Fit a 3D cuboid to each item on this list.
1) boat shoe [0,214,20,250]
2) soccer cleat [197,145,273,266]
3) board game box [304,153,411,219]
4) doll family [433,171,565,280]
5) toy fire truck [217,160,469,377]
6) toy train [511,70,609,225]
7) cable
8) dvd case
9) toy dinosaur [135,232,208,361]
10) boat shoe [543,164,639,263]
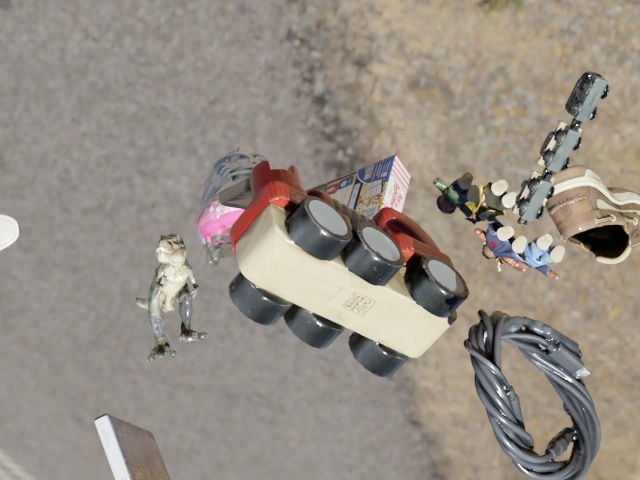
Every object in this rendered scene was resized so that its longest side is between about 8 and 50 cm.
[{"bbox_3d":[-0.378,0.004,1.583,0.125,0.046,0.038,-18,161,13],"label":"boat shoe"},{"bbox_3d":[-0.096,-0.054,1.748,0.116,0.143,0.331,0,172,-11],"label":"soccer cleat"},{"bbox_3d":[0.024,-0.032,2.047,0.194,0.146,0.045,-20,123,30],"label":"board game box"},{"bbox_3d":[0.222,-0.015,1.810,0.193,0.076,0.111,54,159,3],"label":"doll family"},{"bbox_3d":[0.000,0.000,1.419,0.217,0.246,0.158,25,120,-29],"label":"toy fire truck"},{"bbox_3d":[0.216,-0.084,1.328,0.027,0.036,0.158,16,115,-21],"label":"toy train"},{"bbox_3d":[0.185,0.139,1.303,0.047,0.150,0.184,-18,145,38],"label":"cable"},{"bbox_3d":[-0.209,0.350,1.855,0.022,0.253,0.180,-25,161,5],"label":"dvd case"},{"bbox_3d":[-0.188,0.081,1.805,0.064,0.118,0.268,-6,160,-18],"label":"toy dinosaur"},{"bbox_3d":[0.346,-0.012,1.795,0.095,0.095,0.257,-28,155,28],"label":"boat shoe"}]
